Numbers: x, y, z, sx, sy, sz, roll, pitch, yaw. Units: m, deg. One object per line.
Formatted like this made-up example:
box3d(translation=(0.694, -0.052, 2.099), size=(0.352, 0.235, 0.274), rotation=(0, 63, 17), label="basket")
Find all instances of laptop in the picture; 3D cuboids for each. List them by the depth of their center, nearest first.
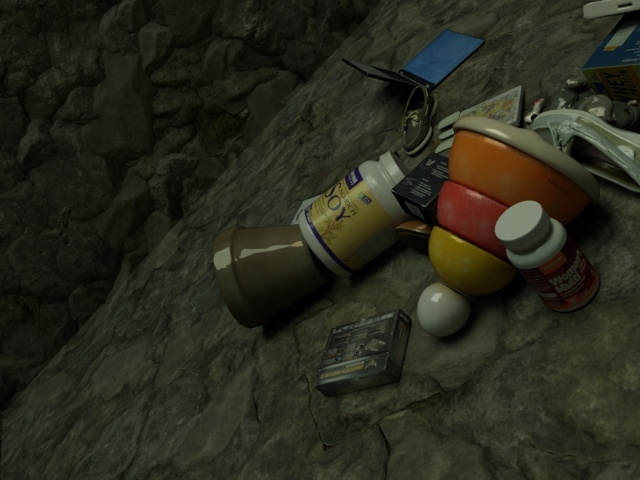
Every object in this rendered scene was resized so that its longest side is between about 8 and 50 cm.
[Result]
box3d(translation=(0.344, -0.734, 2.551), size=(0.382, 0.407, 0.236), rotation=(-120, 43, -64), label="laptop")

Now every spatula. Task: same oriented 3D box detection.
box3d(translation=(0.470, -0.374, 2.078), size=(0.242, 0.019, 0.168), rotation=(-23, 32, 37), label="spatula")

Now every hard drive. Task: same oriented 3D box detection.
box3d(translation=(0.827, -0.601, 1.647), size=(0.307, 0.040, 0.203), rotation=(-21, 17, -40), label="hard drive")

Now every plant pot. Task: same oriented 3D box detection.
box3d(translation=(-0.133, 0.079, 2.018), size=(0.280, 0.323, 0.323), rotation=(-18, 33, 16), label="plant pot")

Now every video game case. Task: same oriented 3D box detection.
box3d(translation=(0.500, -0.364, 1.958), size=(0.206, 0.026, 0.227), rotation=(-21, 28, 33), label="video game case")

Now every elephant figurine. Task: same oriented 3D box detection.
box3d(translation=(0.657, -0.282, 1.541), size=(0.239, 0.169, 0.186), rotation=(48, 123, 49), label="elephant figurine")

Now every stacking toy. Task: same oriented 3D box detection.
box3d(translation=(0.350, -0.004, 1.463), size=(0.480, 0.350, 0.350), rotation=(-60, 26, 4), label="stacking toy")

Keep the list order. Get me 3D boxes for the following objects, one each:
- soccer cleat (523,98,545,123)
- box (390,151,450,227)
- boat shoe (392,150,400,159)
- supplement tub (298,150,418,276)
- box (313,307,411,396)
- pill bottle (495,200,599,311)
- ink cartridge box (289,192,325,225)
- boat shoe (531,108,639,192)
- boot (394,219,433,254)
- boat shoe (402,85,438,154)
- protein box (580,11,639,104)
box3d(translation=(0.609, -0.364, 1.852), size=(0.083, 0.029, 0.035), rotation=(-48, 35, 1), label="soccer cleat")
box3d(translation=(0.294, -0.128, 1.672), size=(0.158, 0.093, 0.156), rotation=(-43, 34, -7), label="box")
box3d(translation=(0.229, -0.237, 2.186), size=(0.049, 0.056, 0.152), rotation=(-17, 37, 35), label="boat shoe")
box3d(translation=(0.129, -0.077, 1.888), size=(0.331, 0.241, 0.241), rotation=(-38, 27, 15), label="supplement tub")
box3d(translation=(0.104, 0.277, 1.621), size=(0.231, 0.056, 0.183), rotation=(-24, 34, 37), label="box")
box3d(translation=(0.444, 0.031, 1.295), size=(0.121, 0.221, 0.121), rotation=(-34, 28, 21), label="pill bottle")
box3d(translation=(0.035, -0.100, 2.261), size=(0.332, 0.065, 0.165), rotation=(-13, 40, 45), label="ink cartridge box")
box3d(translation=(0.594, -0.198, 1.447), size=(0.103, 0.118, 0.320), rotation=(-42, 50, -17), label="boat shoe")
box3d(translation=(0.344, -0.079, 1.726), size=(0.283, 0.109, 0.220), rotation=(-5, 47, 50), label="boot")
box3d(translation=(0.328, -0.414, 2.257), size=(0.109, 0.091, 0.305), rotation=(-21, 35, 40), label="boat shoe")
box3d(translation=(0.785, -0.437, 1.576), size=(0.201, 0.136, 0.200), rotation=(-50, 26, -11), label="protein box")
